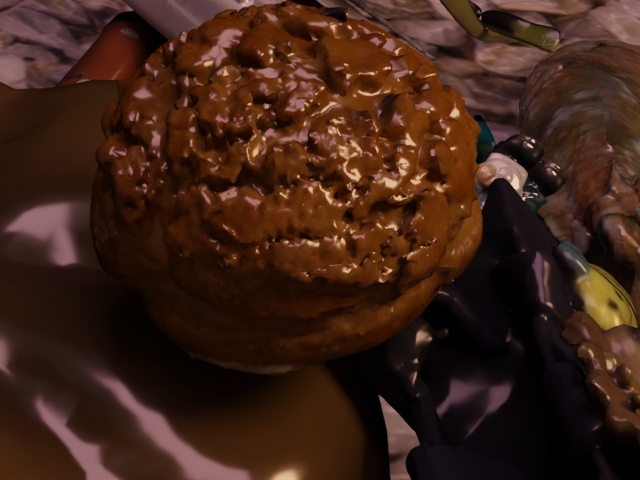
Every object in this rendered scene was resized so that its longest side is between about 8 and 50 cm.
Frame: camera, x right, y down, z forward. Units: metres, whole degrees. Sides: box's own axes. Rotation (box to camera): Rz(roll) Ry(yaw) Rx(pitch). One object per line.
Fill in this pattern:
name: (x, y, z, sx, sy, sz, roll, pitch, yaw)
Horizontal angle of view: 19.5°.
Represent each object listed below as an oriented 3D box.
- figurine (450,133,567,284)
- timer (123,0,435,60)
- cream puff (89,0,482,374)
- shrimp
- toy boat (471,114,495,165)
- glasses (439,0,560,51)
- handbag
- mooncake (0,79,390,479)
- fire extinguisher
figurine: (0.089, 0.002, 1.143, 0.087, 0.086, 0.149, -5, 45, 52)
timer: (-0.028, -0.151, 1.356, 0.178, 0.078, 0.253, 12, 23, -46)
cream puff: (-0.014, -0.029, 0.695, 0.150, 0.115, 0.165, -14, 26, -19)
shrimp: (0.235, -0.031, 1.279, 0.221, 0.110, 0.445, 20, 28, 1)
toy boat: (0.000, 0.000, 1.163, 0.299, 0.134, 0.092, -16, 77, -38)
glasses: (0.106, -0.222, 1.464, 0.207, 0.102, 0.239, 21, 15, -19)
handbag: (0.147, 0.158, 0.735, 0.122, 0.329, 0.303, -33, 33, 12)
mooncake: (-0.195, 0.103, 0.780, 0.467, 0.262, 0.467, 9, 32, -6)
fire extinguisher: (-0.155, -0.109, 1.328, 0.062, 0.050, 0.177, 9, 32, 10)
